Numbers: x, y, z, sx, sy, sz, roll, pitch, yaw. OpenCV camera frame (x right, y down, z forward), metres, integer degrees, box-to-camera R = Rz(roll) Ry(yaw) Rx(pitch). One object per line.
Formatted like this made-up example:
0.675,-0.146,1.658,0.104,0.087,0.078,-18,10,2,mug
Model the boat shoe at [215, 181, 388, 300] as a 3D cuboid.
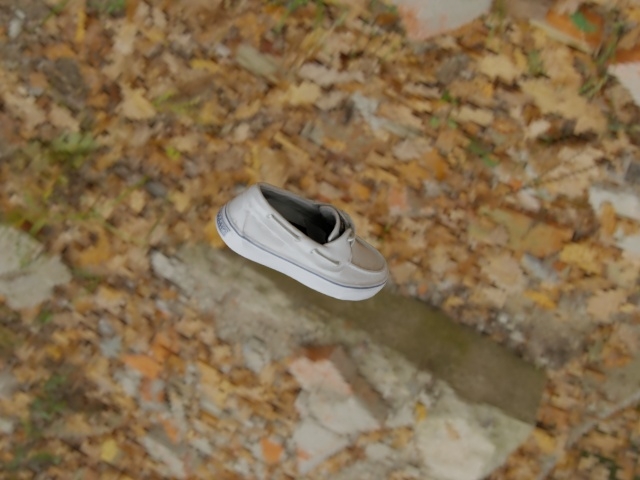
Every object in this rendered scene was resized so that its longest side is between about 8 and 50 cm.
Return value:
0.000,0.000,1.478,0.258,0.095,0.084,17,133,-42,boat shoe
